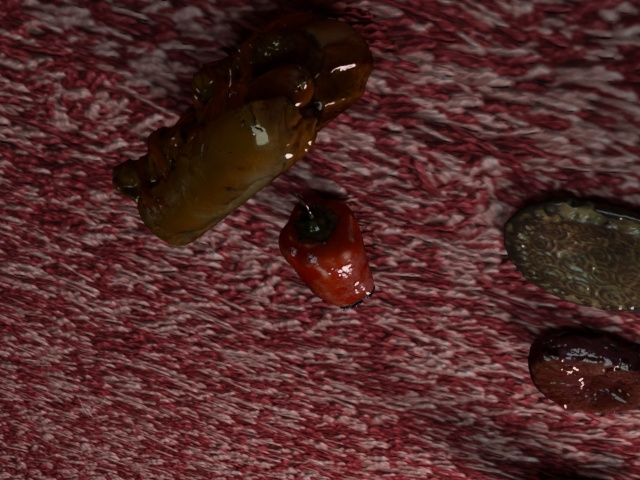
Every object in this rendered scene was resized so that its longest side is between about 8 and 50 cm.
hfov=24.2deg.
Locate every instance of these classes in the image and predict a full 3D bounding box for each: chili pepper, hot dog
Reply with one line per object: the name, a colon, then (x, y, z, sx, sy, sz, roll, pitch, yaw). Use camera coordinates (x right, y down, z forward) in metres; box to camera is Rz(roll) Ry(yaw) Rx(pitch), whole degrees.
chili pepper: (0.000, 0.000, 1.537, 0.086, 0.084, 0.192, -6, 149, 16)
hot dog: (-0.081, -0.102, 1.350, 0.117, 0.158, 0.349, 47, 152, -6)

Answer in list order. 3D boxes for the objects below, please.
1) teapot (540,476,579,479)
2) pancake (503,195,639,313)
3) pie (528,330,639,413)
teapot: (0.319, 0.408, 1.916, 0.173, 0.182, 0.269, 32, 150, -16)
pancake: (0.266, 0.016, 1.434, 0.199, 0.021, 0.199, 18, 152, 10)
pie: (0.297, 0.146, 1.621, 0.154, 0.038, 0.153, 16, 151, 9)
